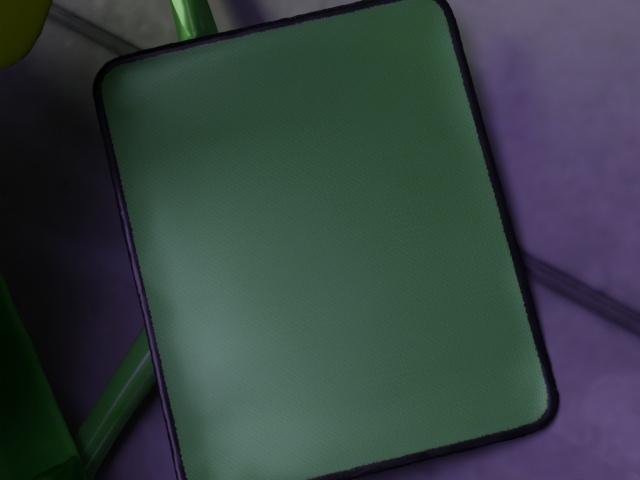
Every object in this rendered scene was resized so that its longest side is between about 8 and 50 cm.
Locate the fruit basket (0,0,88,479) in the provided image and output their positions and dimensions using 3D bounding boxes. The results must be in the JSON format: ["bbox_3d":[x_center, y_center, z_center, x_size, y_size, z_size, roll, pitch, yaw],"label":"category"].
[{"bbox_3d":[-0.204,-0.075,0.578,0.392,0.283,0.392,-9,68,22],"label":"fruit basket"}]

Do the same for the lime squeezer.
[{"bbox_3d":[-0.060,-0.028,0.656,0.110,0.059,0.310,-8,75,54],"label":"lime squeezer"}]

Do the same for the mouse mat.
[{"bbox_3d":[0.000,0.000,0.597,0.153,0.007,0.189,-13,79,-3],"label":"mouse mat"}]
